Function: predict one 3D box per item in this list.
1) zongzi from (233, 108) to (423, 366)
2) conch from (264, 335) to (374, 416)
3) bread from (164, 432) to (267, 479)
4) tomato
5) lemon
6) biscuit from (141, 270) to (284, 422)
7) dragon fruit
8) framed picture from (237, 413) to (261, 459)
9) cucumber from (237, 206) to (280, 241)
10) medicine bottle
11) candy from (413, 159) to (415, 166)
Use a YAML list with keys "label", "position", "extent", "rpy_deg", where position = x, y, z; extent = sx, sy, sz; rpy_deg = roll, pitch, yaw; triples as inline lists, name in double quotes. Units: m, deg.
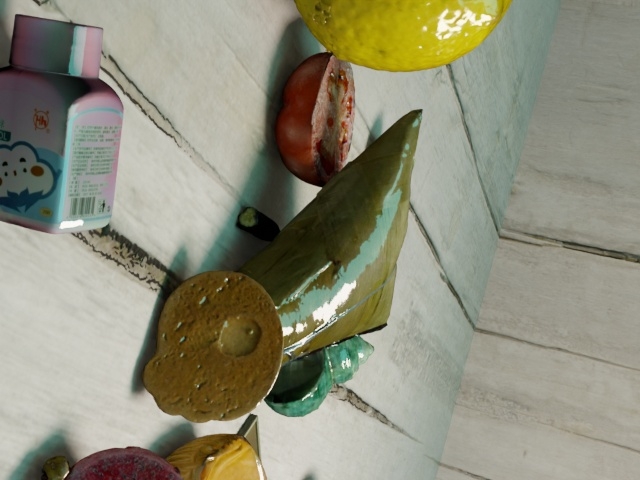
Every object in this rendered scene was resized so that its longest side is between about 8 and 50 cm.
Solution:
- label: "zongzi"
  position: [0.000, 0.000, 1.422]
  extent: [0.356, 0.174, 0.393]
  rpy_deg: [-20, 134, -47]
- label: "conch"
  position: [-0.009, 0.215, 1.630]
  extent: [0.202, 0.196, 0.134]
  rpy_deg: [-33, 130, 2]
- label: "bread"
  position: [-0.165, 0.379, 1.373]
  extent: [0.199, 0.104, 0.199]
  rpy_deg: [30, 56, -57]
- label: "tomato"
  position: [-0.009, -0.199, 1.516]
  extent: [0.225, 0.085, 0.225]
  rpy_deg: [8, 90, -69]
- label: "lemon"
  position: [0.129, -0.421, 1.356]
  extent: [0.350, 0.387, 0.350]
  rpy_deg: [-9, 90, -70]
- label: "biscuit"
  position: [-0.142, 0.145, 1.278]
  extent: [0.049, 0.181, 0.208]
  rpy_deg: [155, -53, -71]
- label: "dragon fruit"
  position: [-0.231, 0.371, 1.093]
  extent: [0.147, 0.282, 0.211]
  rpy_deg: [-48, -178, 42]
- label: "framed picture"
  position: [-0.151, 0.413, 1.590]
  extent: [0.203, 0.015, 0.150]
  rpy_deg: [-54, 149, -48]
- label: "cucumber"
  position: [-0.084, -0.016, 1.489]
  extent: [0.043, 0.039, 0.163]
  rpy_deg: [-62, 157, -1]
- label: "medicine bottle"
  position: [-0.253, -0.109, 0.874]
  extent: [0.094, 0.119, 0.188]
  rpy_deg: [-13, 114, -64]
- label: "candy"
  position: [0.117, -0.051, 1.911]
  extent: [0.093, 0.092, 0.336]
  rpy_deg: [15, 84, -27]
